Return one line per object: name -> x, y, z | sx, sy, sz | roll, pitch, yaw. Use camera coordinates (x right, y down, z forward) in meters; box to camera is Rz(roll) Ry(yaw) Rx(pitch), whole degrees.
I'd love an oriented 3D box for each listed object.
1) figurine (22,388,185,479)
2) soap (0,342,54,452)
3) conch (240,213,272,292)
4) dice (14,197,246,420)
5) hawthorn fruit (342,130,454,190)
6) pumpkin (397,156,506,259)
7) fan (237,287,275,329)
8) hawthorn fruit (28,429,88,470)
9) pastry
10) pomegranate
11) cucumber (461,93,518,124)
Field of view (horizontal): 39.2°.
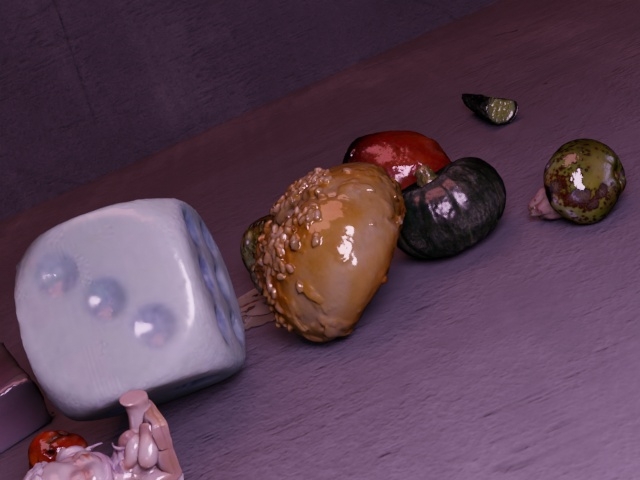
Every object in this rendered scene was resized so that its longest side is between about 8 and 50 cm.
figurine -> -0.293, 0.304, 1.139 | 0.236, 0.141, 0.162 | -29, 24, -13
soap -> -0.649, 0.313, 1.596 | 0.285, 0.107, 0.296 | -32, 21, -20
conch -> -0.058, 0.023, 1.627 | 0.181, 0.187, 0.124 | -31, 59, -16
dice -> -0.272, 0.105, 1.331 | 0.262, 0.268, 0.264 | -19, -13, 4
hawthorn fruit -> 0.167, -0.120, 1.690 | 0.251, 0.190, 0.189 | -7, 22, 8
pumpkin -> 0.205, -0.058, 1.494 | 0.211, 0.152, 0.211 | -18, 14, 5
fan -> -0.133, 0.146, 1.575 | 0.190, 0.009, 0.329 | -12, 22, 29
hawthorn fruit -> -0.381, 0.314, 1.313 | 0.093, 0.093, 0.093 | -21, 19, 8
pastry -> 0.000, 0.000, 1.405 | 0.284, 0.184, 0.316 | -56, 14, 30
pomegranate -> 0.404, -0.079, 1.405 | 0.125, 0.163, 0.138 | 19, 48, 6
cucumber -> 0.388, -0.307, 2.099 | 0.078, 0.062, 0.211 | 8, 9, -10
